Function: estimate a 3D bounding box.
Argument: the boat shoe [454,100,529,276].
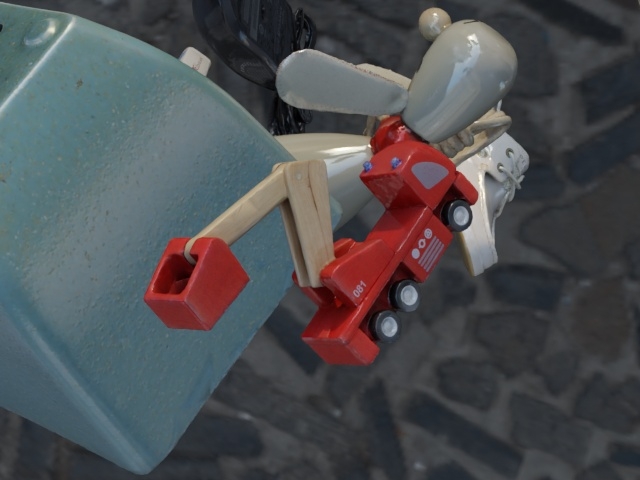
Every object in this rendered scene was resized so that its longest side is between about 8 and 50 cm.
[{"bbox_3d":[0.181,-0.084,1.843,0.096,0.277,0.098,-7,142,5],"label":"boat shoe"}]

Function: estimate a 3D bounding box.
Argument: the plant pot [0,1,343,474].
[{"bbox_3d":[-0.189,-0.030,1.190,0.247,0.247,0.252,-54,131,-19],"label":"plant pot"}]

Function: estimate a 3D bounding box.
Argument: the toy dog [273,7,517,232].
[{"bbox_3d":[-0.009,-0.090,1.392,0.333,0.220,0.161,-34,81,-2],"label":"toy dog"}]

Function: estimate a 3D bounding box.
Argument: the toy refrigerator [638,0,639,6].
[{"bbox_3d":[0.328,-0.243,1.489,0.094,0.269,0.102,-15,80,5],"label":"toy refrigerator"}]

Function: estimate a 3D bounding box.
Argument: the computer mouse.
[{"bbox_3d":[-0.087,-0.239,1.953,0.272,0.072,0.189,51,40,-55],"label":"computer mouse"}]

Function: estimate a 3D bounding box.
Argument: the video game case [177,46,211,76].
[{"bbox_3d":[-0.228,-0.016,1.667,0.036,0.300,0.329,34,112,-11],"label":"video game case"}]

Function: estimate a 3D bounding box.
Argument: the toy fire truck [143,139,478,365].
[{"bbox_3d":[0.000,0.000,0.977,0.135,0.047,0.192,46,64,-25],"label":"toy fire truck"}]
